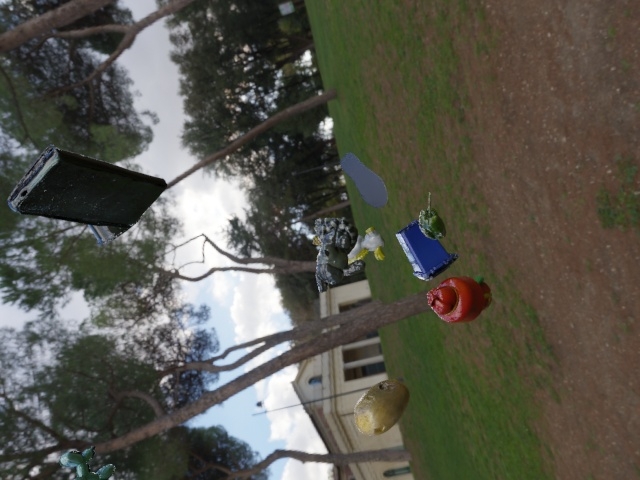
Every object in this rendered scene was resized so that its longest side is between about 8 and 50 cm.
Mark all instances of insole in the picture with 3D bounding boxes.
[{"bbox_3d":[0.173,-0.245,1.756,0.007,0.109,0.322,19,-152,-48],"label":"insole"}]

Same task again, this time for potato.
[{"bbox_3d":[0.210,0.572,1.508,0.150,0.233,0.146,29,127,37],"label":"potato"}]

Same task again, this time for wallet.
[{"bbox_3d":[-0.491,-0.103,0.959,0.045,0.172,0.318,49,-168,15],"label":"wallet"}]

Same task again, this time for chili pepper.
[{"bbox_3d":[0.335,-0.055,1.335,0.204,0.072,0.073,44,-151,-53],"label":"chili pepper"}]

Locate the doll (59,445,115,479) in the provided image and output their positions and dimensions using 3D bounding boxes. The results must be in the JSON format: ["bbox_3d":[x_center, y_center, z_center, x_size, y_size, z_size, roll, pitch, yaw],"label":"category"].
[{"bbox_3d":[-0.721,0.727,1.364,0.158,0.059,0.159,12,-133,-59],"label":"doll"}]

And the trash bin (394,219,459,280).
[{"bbox_3d":[0.438,0.031,1.836,0.235,0.184,0.162,57,176,-1],"label":"trash bin"}]

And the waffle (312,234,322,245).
[{"bbox_3d":[0.002,0.001,1.693,0.085,0.078,0.016,124,152,-65],"label":"waffle"}]

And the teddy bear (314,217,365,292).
[{"bbox_3d":[0.061,0.038,1.439,0.144,0.171,0.251,63,-155,-54],"label":"teddy bear"}]

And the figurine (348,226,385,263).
[{"bbox_3d":[0.153,0.022,1.642,0.109,0.178,0.130,54,-152,-56],"label":"figurine"}]

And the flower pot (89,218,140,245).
[{"bbox_3d":[-0.664,-0.071,1.378,0.107,0.157,0.157,58,-165,-26],"label":"flower pot"}]

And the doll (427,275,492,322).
[{"bbox_3d":[0.523,0.225,1.658,0.160,0.363,0.183,43,118,44],"label":"doll"}]
